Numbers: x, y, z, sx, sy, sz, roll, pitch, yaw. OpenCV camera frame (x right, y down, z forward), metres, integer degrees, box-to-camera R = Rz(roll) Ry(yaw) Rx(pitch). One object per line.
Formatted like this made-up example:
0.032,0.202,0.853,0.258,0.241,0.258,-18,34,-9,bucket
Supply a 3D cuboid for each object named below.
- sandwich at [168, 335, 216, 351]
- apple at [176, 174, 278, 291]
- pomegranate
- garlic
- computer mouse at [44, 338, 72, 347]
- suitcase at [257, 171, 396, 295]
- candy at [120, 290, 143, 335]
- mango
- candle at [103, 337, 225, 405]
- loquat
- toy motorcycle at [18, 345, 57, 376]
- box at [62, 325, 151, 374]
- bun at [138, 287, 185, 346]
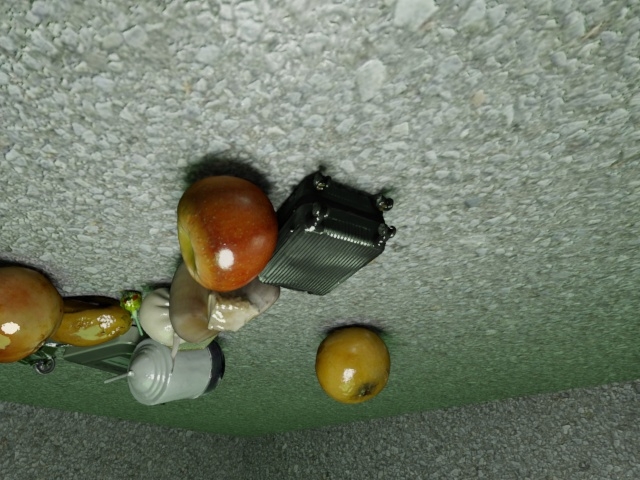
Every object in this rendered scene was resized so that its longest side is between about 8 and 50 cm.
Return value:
-0.412,0.283,1.386,0.257,0.096,0.094,-1,139,-25,sandwich
-0.179,-0.013,0.855,0.173,0.211,0.235,-19,171,-29,apple
-0.816,0.175,1.137,0.270,0.229,0.252,47,143,-9,pomegranate
-0.244,0.155,1.097,0.231,0.246,0.340,5,145,-37,garlic
-0.830,0.292,1.463,0.231,0.071,0.126,2,135,-22,computer mouse
0.000,0.000,0.933,0.202,0.128,0.312,15,145,-22,suitcase
-0.556,0.227,1.327,0.058,0.062,0.194,33,138,27,candy
-0.698,0.243,1.332,0.248,0.151,0.156,-3,179,-6,mango
-0.495,0.425,1.463,0.221,0.222,0.342,-18,164,27,candle
0.112,0.421,1.490,0.262,0.263,0.263,0,148,0,loquat
-1.010,0.362,1.534,0.205,0.127,0.275,-19,136,26,toy motorcycle
-0.712,0.441,1.677,0.372,0.091,0.367,-18,144,25,box
-0.408,0.200,1.229,0.120,0.173,0.172,-44,131,17,bun
